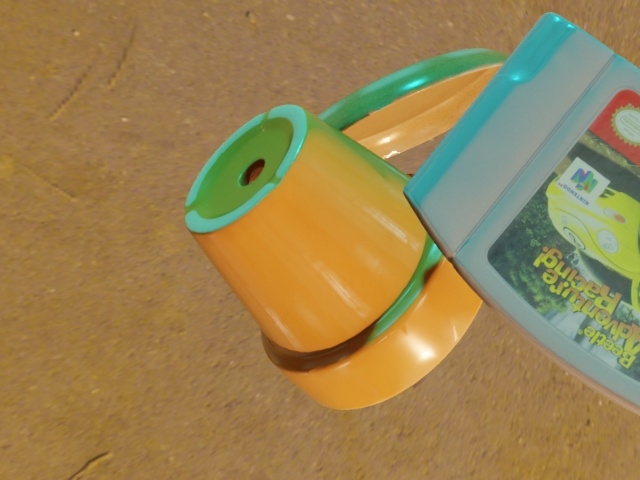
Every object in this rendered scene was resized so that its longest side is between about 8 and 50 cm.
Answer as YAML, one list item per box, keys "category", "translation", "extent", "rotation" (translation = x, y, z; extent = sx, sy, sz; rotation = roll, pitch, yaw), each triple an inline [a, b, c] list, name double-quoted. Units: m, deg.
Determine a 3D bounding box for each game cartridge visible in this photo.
- category: "game cartridge"
  translation: [0.213, 0.001, 0.776]
  extent: [0.294, 0.060, 0.196]
  rotation: [38, 94, 12]

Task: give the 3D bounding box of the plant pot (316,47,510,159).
- category: "plant pot"
  translation: [0.073, -0.117, 1.026]
  extent: [0.236, 0.236, 0.032]
  rotation: [-25, 83, 14]

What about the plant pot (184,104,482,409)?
- category: "plant pot"
  translation: [0.000, 0.000, 0.898]
  extent: [0.205, 0.205, 0.188]
  rotation: [-40, 120, 13]
